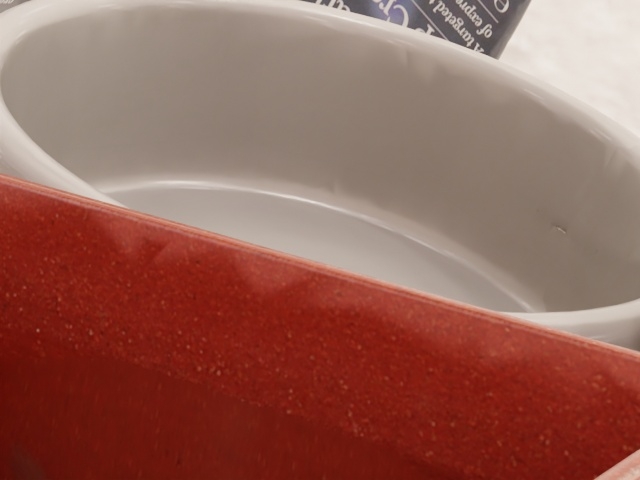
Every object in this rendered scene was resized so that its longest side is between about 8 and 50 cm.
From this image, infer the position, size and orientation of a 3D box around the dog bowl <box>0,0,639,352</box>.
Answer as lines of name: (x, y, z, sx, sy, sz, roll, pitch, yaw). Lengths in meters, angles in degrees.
dog bowl: (0.000, 0.000, 0.749, 0.348, 0.349, 0.102, 17, 114, 1)

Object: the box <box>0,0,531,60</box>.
box: (-0.103, -0.091, 1.128, 0.293, 0.212, 0.395, 43, 68, -35)

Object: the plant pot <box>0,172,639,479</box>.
plant pot: (-0.094, 0.137, 0.413, 0.267, 0.267, 0.236, 15, 107, 30)
